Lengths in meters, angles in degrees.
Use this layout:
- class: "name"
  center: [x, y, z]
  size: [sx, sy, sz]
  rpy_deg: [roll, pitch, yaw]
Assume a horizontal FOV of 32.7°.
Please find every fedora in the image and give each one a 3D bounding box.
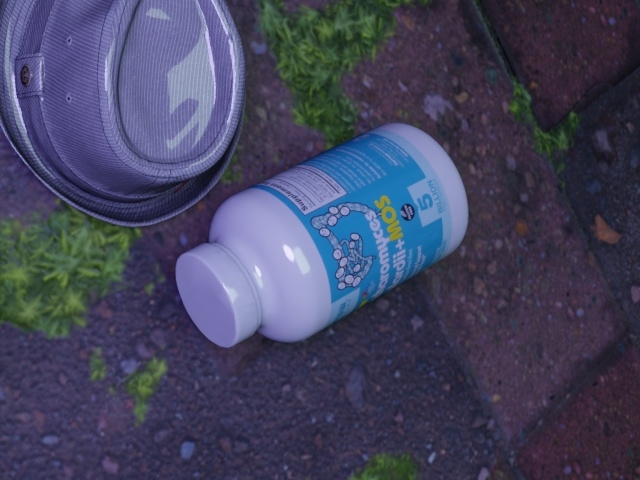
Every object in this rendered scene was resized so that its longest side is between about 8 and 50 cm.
- class: "fedora"
  center: [-0.148, -0.152, 0.932]
  size: [0.244, 0.124, 0.275]
  rpy_deg: [11, 81, -33]

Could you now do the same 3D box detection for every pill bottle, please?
- class: "pill bottle"
  center: [0.000, 0.000, 1.008]
  size: [0.264, 0.146, 0.146]
  rpy_deg: [-28, 103, -30]
